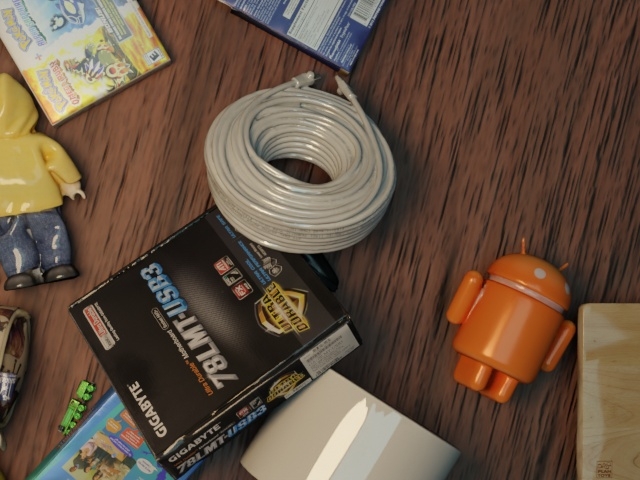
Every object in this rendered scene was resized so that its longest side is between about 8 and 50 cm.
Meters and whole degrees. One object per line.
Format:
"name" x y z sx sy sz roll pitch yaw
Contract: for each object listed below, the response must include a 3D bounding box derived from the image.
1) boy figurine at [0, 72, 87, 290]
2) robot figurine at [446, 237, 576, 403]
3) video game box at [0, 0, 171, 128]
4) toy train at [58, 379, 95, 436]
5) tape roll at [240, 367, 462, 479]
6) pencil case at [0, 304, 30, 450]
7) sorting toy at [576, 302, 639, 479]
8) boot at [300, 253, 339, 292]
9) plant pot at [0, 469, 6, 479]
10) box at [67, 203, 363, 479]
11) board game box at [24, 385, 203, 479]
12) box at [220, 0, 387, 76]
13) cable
"boy figurine" -0.408 -0.077 1.606 0.177 0.092 0.285 -14 90 -7
"robot figurine" 0.263 0.111 1.666 0.158 0.128 0.219 25 86 20
"video game box" -0.334 -0.286 1.641 0.187 0.048 0.205 -31 93 -4
"toy train" -0.333 0.229 1.646 0.023 0.017 0.083 25 86 4
"tape roll" 0.040 0.281 1.578 0.246 0.246 0.169 32 86 -5
"pencil case" -0.586 0.154 1.542 0.410 0.160 0.184 7 62 -8
"sorting toy" 0.481 0.216 1.711 0.257 0.089 0.256 1 89 -7
"boot" 0.000 0.000 1.680 0.121 0.045 0.099 38 82 -4
"plant pot" -0.458 0.347 1.583 0.134 0.134 0.095 -45 120 -6
"box" -0.142 0.110 1.560 0.293 0.073 0.295 -34 50 -7
"board game box" -0.269 0.301 1.629 0.160 0.047 0.210 44 84 -12
"box" -0.029 -0.343 1.684 0.225 0.036 0.136 29 85 -7
"cable" -0.029 -0.097 1.589 0.257 0.089 0.257 -17 57 -27
